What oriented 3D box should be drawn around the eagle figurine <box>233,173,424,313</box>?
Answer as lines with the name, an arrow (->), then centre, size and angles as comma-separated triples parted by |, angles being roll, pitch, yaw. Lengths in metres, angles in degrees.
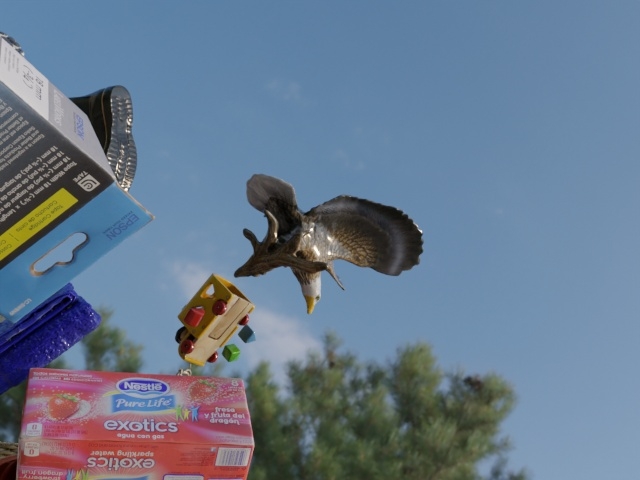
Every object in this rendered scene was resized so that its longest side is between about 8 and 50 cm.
eagle figurine -> -0.002, 0.010, 1.491 | 0.226, 0.298, 0.225 | 40, -58, 25

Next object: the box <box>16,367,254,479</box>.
box -> -0.254, 0.282, 1.225 | 0.300, 0.142, 0.154 | 5, -60, -15

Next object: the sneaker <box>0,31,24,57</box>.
sneaker -> -0.622, -0.319, 1.538 | 0.275, 0.107, 0.110 | 17, -71, 22

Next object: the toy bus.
toy bus -> -0.232, 0.164, 1.787 | 0.104, 0.202, 0.191 | 42, -42, 34

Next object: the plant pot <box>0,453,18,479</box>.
plant pot -> -0.479, 0.490, 1.722 | 0.272, 0.265, 0.272 | 2, -81, 13

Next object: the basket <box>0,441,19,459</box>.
basket -> -0.675, 0.608, 2.035 | 0.299, 0.223, 0.213 | -5, -51, 30

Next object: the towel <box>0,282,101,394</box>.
towel -> -0.485, 0.166, 1.328 | 0.076, 0.308, 0.227 | 60, -18, -18

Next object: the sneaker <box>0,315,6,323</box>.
sneaker -> -0.519, 0.125, 1.531 | 0.075, 0.161, 0.057 | 19, 0, 1

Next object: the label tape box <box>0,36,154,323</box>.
label tape box -> -0.394, -0.085, 1.031 | 0.240, 0.106, 0.333 | -35, -51, 11

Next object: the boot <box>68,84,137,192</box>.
boot -> -0.397, -0.166, 1.576 | 0.137, 0.198, 0.077 | -2, -8, 31
